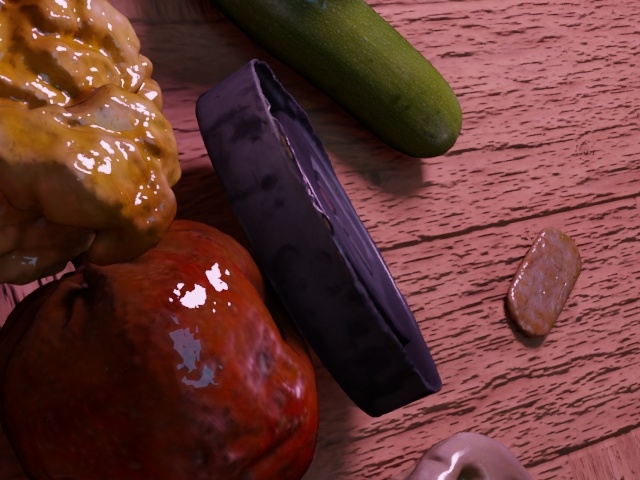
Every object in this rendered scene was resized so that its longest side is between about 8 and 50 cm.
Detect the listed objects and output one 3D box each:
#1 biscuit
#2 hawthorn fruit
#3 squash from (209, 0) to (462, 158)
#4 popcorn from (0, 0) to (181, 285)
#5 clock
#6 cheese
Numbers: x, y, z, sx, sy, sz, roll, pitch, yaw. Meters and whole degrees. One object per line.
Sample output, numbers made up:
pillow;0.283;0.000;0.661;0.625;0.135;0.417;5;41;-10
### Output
biscuit;0.239;0.043;1.779;0.071;0.018;0.147;49;48;-16
hawthorn fruit;-0.126;0.117;1.277;0.258;0.258;0.261;-17;110;-44
squash;0.002;-0.200;1.599;0.379;0.101;0.101;36;54;-26
popcorn;-0.235;-0.075;1.217;0.265;0.332;0.225;-32;127;-16
clock;0.000;0.000;1.419;0.325;0.067;0.325;60;6;-11
cheese;0.123;0.295;1.516;0.218;0.117;0.235;5;73;-40
